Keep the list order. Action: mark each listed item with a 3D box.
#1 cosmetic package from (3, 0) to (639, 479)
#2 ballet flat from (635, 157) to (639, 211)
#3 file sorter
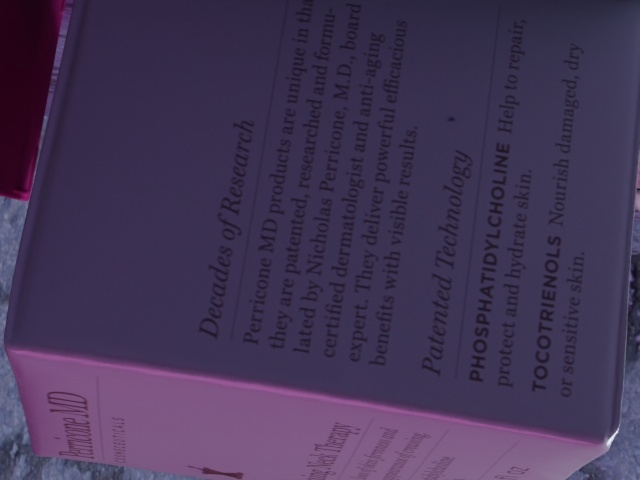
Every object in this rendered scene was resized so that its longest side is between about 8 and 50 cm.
[{"bbox_3d":[0.000,0.000,1.294,0.393,0.327,0.329,9,161,-3],"label":"cosmetic package"},{"bbox_3d":[0.330,-0.085,1.674,0.139,0.139,0.400,9,180,-4],"label":"ballet flat"},{"bbox_3d":[-0.327,-0.153,1.316,0.182,0.202,0.290,10,179,8],"label":"file sorter"}]
